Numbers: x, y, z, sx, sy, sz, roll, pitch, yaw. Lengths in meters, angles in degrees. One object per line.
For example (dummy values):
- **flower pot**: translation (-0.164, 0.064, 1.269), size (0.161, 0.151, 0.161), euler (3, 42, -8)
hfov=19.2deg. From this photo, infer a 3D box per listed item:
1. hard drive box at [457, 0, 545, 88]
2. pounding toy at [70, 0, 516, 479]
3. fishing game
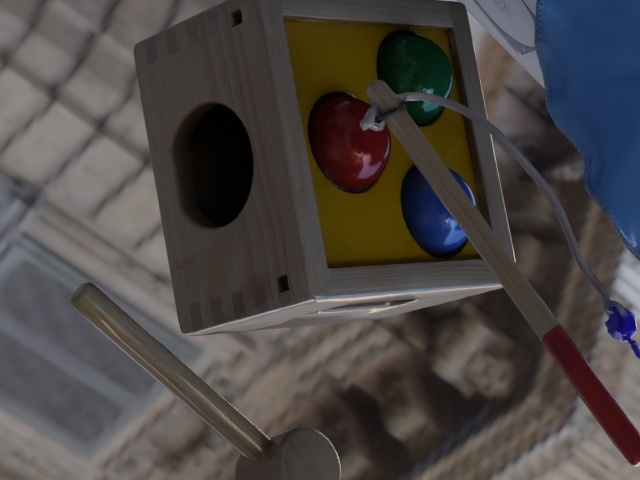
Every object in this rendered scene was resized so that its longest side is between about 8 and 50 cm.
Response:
- **hard drive box**: translation (0.139, -0.112, 0.790), size (0.089, 0.232, 0.181), euler (-42, 168, -9)
- **pounding toy**: translation (-0.006, 0.006, 0.774), size (0.094, 0.181, 0.206), euler (-18, -101, 44)
- **fishing game**: translation (0.152, -0.054, 0.578), size (0.264, 0.189, 0.041), euler (-32, 165, -13)
